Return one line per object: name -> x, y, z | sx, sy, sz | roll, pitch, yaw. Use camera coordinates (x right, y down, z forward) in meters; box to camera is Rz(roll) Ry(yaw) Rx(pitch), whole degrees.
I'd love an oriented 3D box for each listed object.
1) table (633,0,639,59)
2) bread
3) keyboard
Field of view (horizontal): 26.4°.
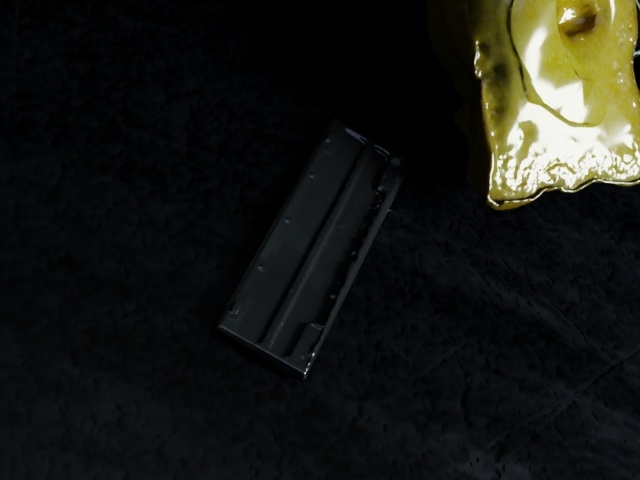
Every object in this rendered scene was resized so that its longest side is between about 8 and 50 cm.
table -> 0.236, -0.217, 1.061 | 0.175, 0.062, 0.146 | -26, 89, -34
bread -> 0.144, -0.142, 0.936 | 0.161, 0.088, 0.233 | -8, 96, -39
keyboard -> 0.000, 0.000, 0.853 | 0.064, 0.010, 0.198 | 31, 50, -3
